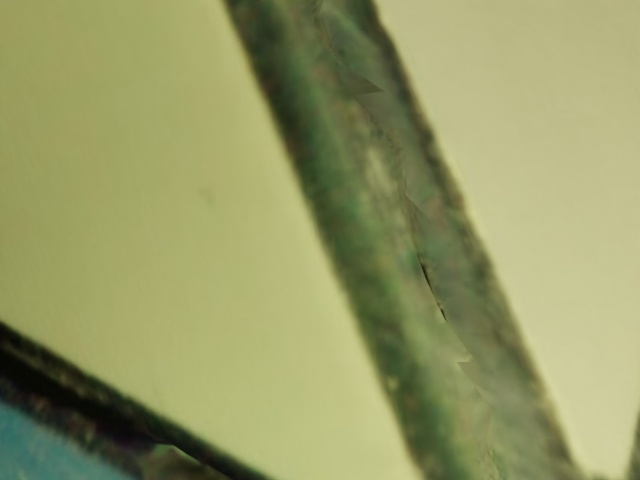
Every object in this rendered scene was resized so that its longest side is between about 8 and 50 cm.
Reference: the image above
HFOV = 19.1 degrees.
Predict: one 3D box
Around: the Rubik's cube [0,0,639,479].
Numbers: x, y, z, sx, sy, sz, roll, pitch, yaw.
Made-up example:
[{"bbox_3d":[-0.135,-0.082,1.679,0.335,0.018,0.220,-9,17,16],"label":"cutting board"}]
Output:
[{"bbox_3d":[0.000,0.000,0.527,0.305,0.310,0.307,-35,68,39],"label":"Rubik's cube"}]
